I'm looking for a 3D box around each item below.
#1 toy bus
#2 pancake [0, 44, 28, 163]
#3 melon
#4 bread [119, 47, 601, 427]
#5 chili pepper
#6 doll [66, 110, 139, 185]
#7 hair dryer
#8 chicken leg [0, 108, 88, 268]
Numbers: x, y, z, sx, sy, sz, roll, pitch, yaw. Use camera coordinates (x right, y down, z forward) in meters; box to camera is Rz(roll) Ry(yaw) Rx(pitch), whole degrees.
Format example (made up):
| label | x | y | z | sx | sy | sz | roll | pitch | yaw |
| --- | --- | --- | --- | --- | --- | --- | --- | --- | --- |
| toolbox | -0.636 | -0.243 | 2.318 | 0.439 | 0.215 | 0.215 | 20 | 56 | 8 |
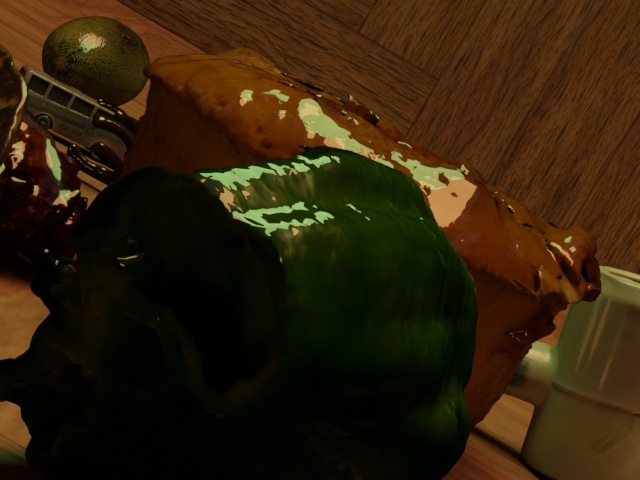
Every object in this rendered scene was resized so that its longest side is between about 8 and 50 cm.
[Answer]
| label | x | y | z | sx | sy | sz | roll | pitch | yaw |
| --- | --- | --- | --- | --- | --- | --- | --- | --- | --- |
| toy bus | -0.227 | -0.115 | 1.757 | 0.130 | 0.052 | 0.037 | 27 | 6 | -24 |
| pancake | -0.268 | -0.066 | 1.188 | 0.020 | 0.184 | 0.190 | 67 | 13 | -49 |
| melon | -0.239 | -0.189 | 2.013 | 0.099 | 0.099 | 0.162 | 33 | 10 | 16 |
| bread | 0.018 | 0.004 | 1.391 | 0.358 | 0.204 | 0.337 | 29 | 10 | 14 |
| chili pepper | -0.017 | 0.063 | 0.898 | 0.167 | 0.213 | 0.385 | 46 | 6 | 16 |
| doll | -0.140 | -0.047 | 1.652 | 0.165 | 0.057 | 0.139 | 40 | 7 | 4 |
| hair dryer | 0.118 | 0.076 | 1.547 | 0.357 | 0.173 | 0.107 | 18 | 5 | 4 |
| chicken leg | -0.277 | -0.096 | 1.331 | 0.158 | 0.096 | 0.407 | 31 | 3 | -37 |
